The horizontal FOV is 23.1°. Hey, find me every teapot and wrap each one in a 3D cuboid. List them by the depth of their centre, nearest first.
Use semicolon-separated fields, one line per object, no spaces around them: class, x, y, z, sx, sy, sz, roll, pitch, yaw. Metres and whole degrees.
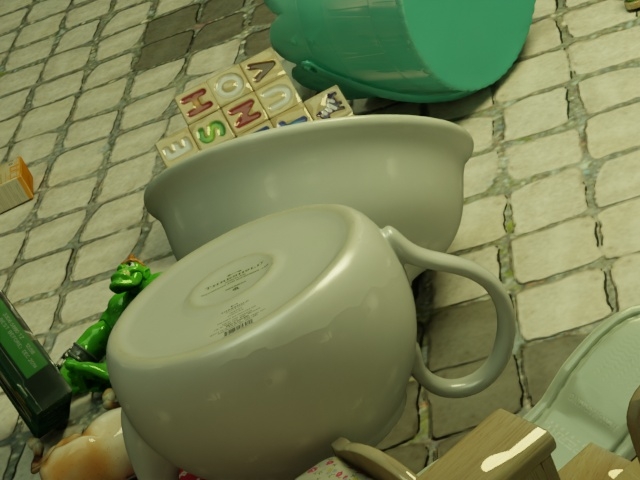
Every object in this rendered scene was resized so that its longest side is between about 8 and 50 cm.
teapot;-0.021;0.102;1.184;0.256;0.187;0.252;-7;30;46

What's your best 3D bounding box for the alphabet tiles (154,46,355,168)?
alphabet tiles;-0.053;-0.085;1.605;0.198;0.009;0.237;-28;64;-2

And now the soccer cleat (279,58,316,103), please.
soccer cleat;-0.049;-0.151;1.789;0.076;0.068;0.196;-24;25;34

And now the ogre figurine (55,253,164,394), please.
ogre figurine;-0.171;0.081;1.485;0.197;0.097;0.118;-47;15;49

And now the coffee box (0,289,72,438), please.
coffee box;-0.269;0.114;1.403;0.040;0.113;0.184;-34;-7;-16

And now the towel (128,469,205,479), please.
towel;-0.084;0.247;1.218;0.199;0.031;0.275;-27;30;-1

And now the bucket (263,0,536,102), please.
bucket;0.093;-0.280;1.678;0.183;0.281;0.281;8;44;42

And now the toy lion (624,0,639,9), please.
toy lion;0.367;-0.292;1.720;0.100;0.034;0.096;-15;24;19

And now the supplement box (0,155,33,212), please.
supplement box;-0.408;-0.059;1.939;0.098;0.036;0.062;-26;29;2

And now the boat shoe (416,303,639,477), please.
boat shoe;0.158;0.174;1.091;0.302;0.091;0.114;-37;52;-5

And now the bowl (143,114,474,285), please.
bowl;0.000;0.000;1.377;0.297;0.298;0.134;-15;75;19

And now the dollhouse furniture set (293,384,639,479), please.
dollhouse furniture set;0.021;0.147;0.970;0.303;0.174;0.355;-36;32;-22

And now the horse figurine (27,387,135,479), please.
horse figurine;-0.184;0.169;1.335;0.263;0.066;0.174;-32;12;-24
